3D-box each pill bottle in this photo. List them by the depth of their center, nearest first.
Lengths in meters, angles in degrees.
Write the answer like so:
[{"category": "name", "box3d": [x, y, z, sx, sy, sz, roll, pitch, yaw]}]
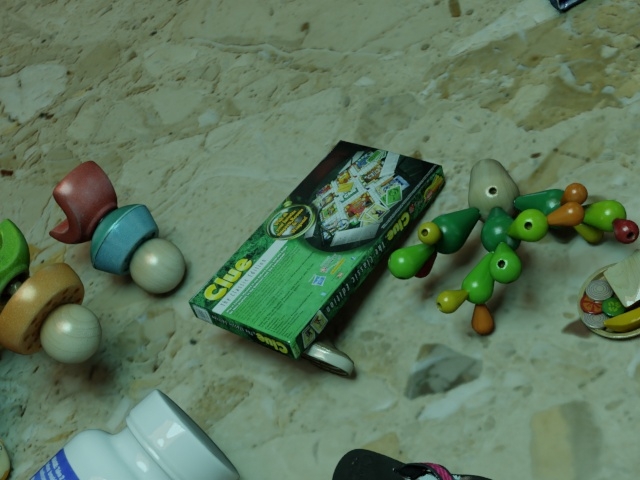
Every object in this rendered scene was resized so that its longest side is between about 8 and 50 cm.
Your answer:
[{"category": "pill bottle", "box3d": [-0.205, 0.265, 0.948, 0.272, 0.152, 0.152, -43, 49, -7]}]

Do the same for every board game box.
[{"category": "board game box", "box3d": [0.000, 0.000, 1.078, 0.136, 0.030, 0.260, 21, 55, 35]}]

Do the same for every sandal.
[{"category": "sandal", "box3d": [0.082, 0.215, 0.907, 0.179, 0.040, 0.067, 9, 62, 32]}]

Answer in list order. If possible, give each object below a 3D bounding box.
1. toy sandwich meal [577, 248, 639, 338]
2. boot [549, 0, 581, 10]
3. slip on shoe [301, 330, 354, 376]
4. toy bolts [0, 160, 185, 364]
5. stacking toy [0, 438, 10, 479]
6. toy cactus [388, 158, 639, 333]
[{"category": "toy sandwich meal", "box3d": [0.264, 0.046, 0.942, 0.085, 0.029, 0.086, -14, 52, 18]}, {"category": "boot", "box3d": [0.318, -0.324, 1.167, 0.190, 0.069, 0.086, -32, 55, 14]}, {"category": "slip on shoe", "box3d": [-0.017, 0.090, 1.045, 0.135, 0.051, 0.041, 20, 74, 44]}, {"category": "toy bolts", "box3d": [-0.259, 0.055, 1.155, 0.158, 0.218, 0.228, 36, 57, 11]}, {"category": "stacking toy", "box3d": [-0.417, 0.135, 1.082, 0.165, 0.302, 0.175, -33, 12, 26]}, {"category": "toy cactus", "box3d": [0.173, -0.012, 1.004, 0.218, 0.112, 0.181, -22, 31, 15]}]
